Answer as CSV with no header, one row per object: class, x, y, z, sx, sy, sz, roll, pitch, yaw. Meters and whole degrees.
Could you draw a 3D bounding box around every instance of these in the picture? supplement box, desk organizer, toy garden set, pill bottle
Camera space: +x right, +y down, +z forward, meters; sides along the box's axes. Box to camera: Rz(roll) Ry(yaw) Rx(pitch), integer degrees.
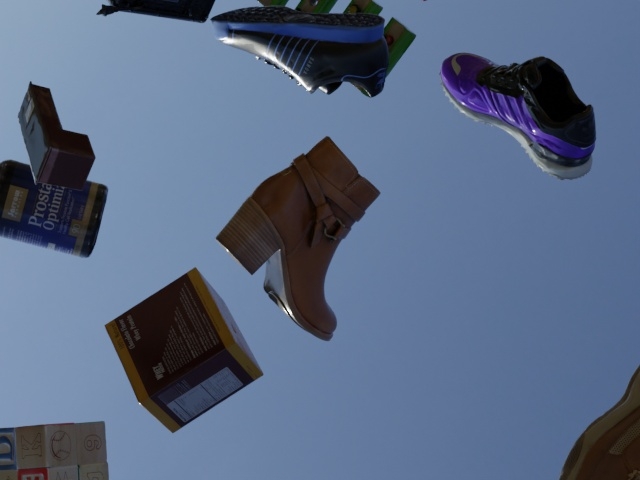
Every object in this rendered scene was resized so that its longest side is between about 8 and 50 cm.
supplement box,-0.240,0.192,2.158,0.194,0.129,0.191,-33,-128,0
desk organizer,-0.276,-0.108,1.281,0.047,0.050,0.130,-62,-145,27
toy garden set,0.037,-0.354,1.715,0.244,0.049,0.204,44,-73,24
pill bottle,-0.450,-0.055,1.916,0.219,0.123,0.123,15,-154,-12

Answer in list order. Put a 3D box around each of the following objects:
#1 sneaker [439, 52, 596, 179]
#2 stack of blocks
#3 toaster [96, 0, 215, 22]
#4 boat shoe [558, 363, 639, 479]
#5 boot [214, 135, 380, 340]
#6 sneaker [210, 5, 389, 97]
sneaker,0.303,-0.228,1.847,0.102,0.146,0.293,-34,-123,-26
stack of blocks,-0.302,0.339,1.258,0.171,0.297,0.087,-11,170,33
toaster,-0.212,-0.383,1.620,0.185,0.168,0.110,-2,-142,-45
boat shoe,0.313,0.217,1.148,0.116,0.123,0.324,11,-138,37
boot,0.000,0.000,1.783,0.220,0.283,0.109,-44,-146,-5
sneaker,-0.027,-0.219,1.438,0.232,0.090,0.081,11,-151,31
